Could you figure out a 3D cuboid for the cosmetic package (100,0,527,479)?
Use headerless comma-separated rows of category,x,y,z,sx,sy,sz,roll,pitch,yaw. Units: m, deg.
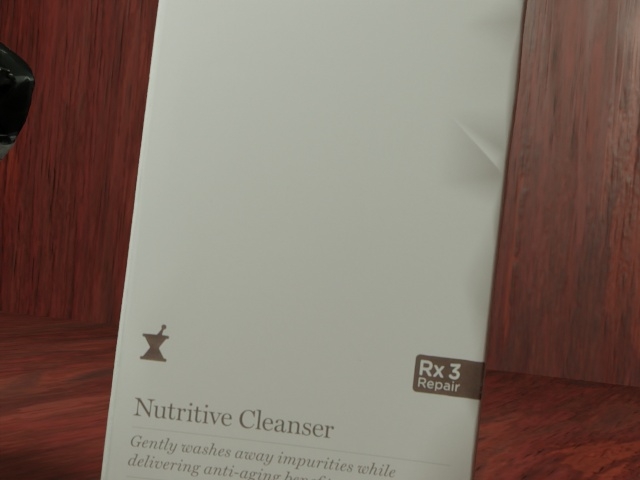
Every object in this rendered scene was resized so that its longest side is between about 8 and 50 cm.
cosmetic package,0.000,0.000,0.809,0.217,0.385,0.156,5,0,3

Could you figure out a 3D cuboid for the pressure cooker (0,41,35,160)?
pressure cooker,-0.429,-0.043,0.790,0.370,0.420,0.375,37,4,-12
